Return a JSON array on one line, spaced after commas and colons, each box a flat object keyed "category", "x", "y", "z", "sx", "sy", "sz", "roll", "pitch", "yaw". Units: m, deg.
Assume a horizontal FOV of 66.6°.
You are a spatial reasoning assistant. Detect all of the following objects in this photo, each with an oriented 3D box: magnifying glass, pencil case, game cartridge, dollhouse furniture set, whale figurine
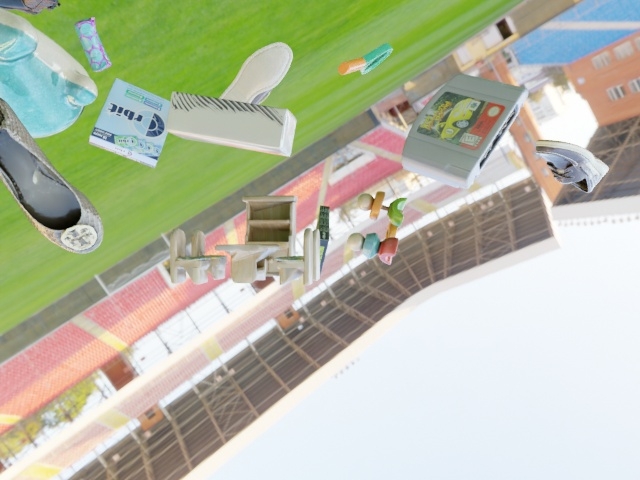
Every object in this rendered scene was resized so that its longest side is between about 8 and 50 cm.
[{"category": "magnifying glass", "x": 0.101, "y": -0.411, "z": 1.120, "sx": 0.092, "sy": 0.026, "sz": 0.231, "roll": -34, "pitch": -174, "yaw": 38}, {"category": "pencil case", "x": -0.717, "y": -0.619, "z": 1.542, "sx": 0.070, "sy": 0.152, "sz": 0.064, "roll": -3, "pitch": -147, "yaw": 16}, {"category": "game cartridge", "x": 0.322, "y": -0.264, "z": 1.130, "sx": 0.196, "sy": 0.060, "sz": 0.294, "roll": 24, "pitch": -110, "yaw": 34}, {"category": "dollhouse furniture set", "x": -0.181, "y": -0.015, "z": 1.404, "sx": 0.361, "sy": 0.257, "sz": 0.394, "roll": 0, "pitch": 180, "yaw": 8}, {"category": "whale figurine", "x": -0.427, "y": -0.226, "z": 0.671, "sx": 0.272, "sy": 0.216, "sz": 0.141, "roll": 0, "pitch": -110, "yaw": 70}]

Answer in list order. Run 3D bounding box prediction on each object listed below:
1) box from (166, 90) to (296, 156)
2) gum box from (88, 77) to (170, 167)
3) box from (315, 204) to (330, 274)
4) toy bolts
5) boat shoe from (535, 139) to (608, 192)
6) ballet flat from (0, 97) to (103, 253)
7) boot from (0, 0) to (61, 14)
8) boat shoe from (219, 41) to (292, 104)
[{"category": "box", "x": -0.202, "y": -0.267, "z": 1.123, "sx": 0.275, "sy": 0.094, "sz": 0.113, "roll": 10, "pitch": -177, "yaw": 7}, {"category": "gum box", "x": -0.456, "y": -0.289, "z": 1.199, "sx": 0.041, "sy": 0.156, "sz": 0.185, "roll": -36, "pitch": -141, "yaw": 54}, {"category": "box", "x": 0.000, "y": 0.000, "z": 1.792, "sx": 0.045, "sy": 0.184, "sz": 0.191, "roll": 6, "pitch": -136, "yaw": -3}, {"category": "toy bolts", "x": 0.177, "y": -0.030, "z": 1.626, "sx": 0.218, "sy": 0.158, "sz": 0.229, "roll": 100, "pitch": 6, "yaw": -58}, {"category": "boat shoe", "x": 0.668, "y": -0.195, "z": 1.301, "sx": 0.285, "sy": 0.092, "sz": 0.102, "roll": 13, "pitch": -172, "yaw": -37}, {"category": "ballet flat", "x": -0.378, "y": -0.076, "z": 0.651, "sx": 0.084, "sy": 0.250, "sz": 0.058, "roll": -29, "pitch": -146, "yaw": -13}, {"category": "boot", "x": -0.603, "y": -0.500, "z": 0.993, "sx": 0.099, "sy": 0.045, "sz": 0.121, "roll": -1, "pitch": -175, "yaw": 35}, {"category": "boat shoe", "x": -0.206, "y": -0.496, "z": 1.543, "sx": 0.324, "sy": 0.116, "sz": 0.097, "roll": -41, "pitch": -171, "yaw": 23}]
